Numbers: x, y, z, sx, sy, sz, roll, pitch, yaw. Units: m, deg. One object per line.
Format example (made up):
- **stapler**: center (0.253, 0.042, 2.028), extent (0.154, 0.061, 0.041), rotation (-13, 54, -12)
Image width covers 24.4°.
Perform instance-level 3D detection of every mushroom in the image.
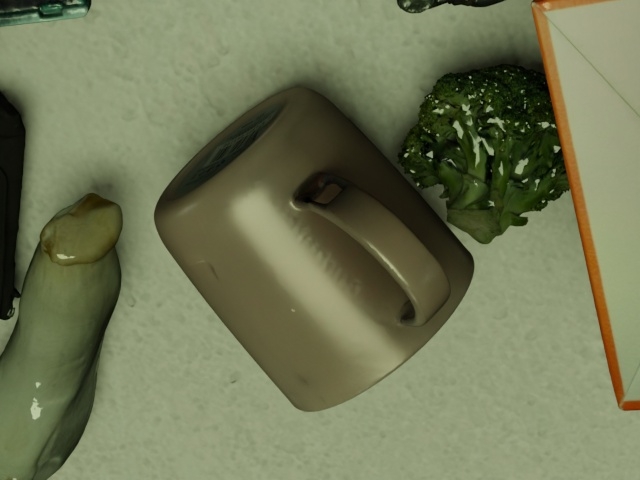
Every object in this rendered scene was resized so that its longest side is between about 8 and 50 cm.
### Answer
- **mushroom**: center (-0.239, 0.100, 1.301), extent (0.097, 0.109, 0.351), rotation (35, 125, 17)

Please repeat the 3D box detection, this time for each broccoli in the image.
- **broccoli**: center (0.140, -0.069, 1.173), extent (0.146, 0.138, 0.162), rotation (21, 155, 0)

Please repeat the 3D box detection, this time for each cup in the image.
- **cup**: center (0.000, 0.000, 1.154), extent (0.191, 0.253, 0.200), rotation (-45, 107, -16)

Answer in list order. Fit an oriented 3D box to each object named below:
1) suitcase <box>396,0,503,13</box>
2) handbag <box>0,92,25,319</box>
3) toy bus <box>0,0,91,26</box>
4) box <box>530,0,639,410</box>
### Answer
- **suitcase**: center (0.167, -0.278, 0.984), extent (0.312, 0.202, 0.128), rotation (-20, 129, 0)
- **handbag**: center (-0.369, -0.020, 1.222), extent (0.247, 0.080, 0.223), rotation (-7, 125, -29)
- **toy bus**: center (-0.243, -0.295, 1.072), extent (0.128, 0.147, 0.256), rotation (-5, 122, 6)
- **box**: center (0.364, -0.085, 1.029), extent (0.349, 0.257, 0.318), rotation (-8, 112, 24)
